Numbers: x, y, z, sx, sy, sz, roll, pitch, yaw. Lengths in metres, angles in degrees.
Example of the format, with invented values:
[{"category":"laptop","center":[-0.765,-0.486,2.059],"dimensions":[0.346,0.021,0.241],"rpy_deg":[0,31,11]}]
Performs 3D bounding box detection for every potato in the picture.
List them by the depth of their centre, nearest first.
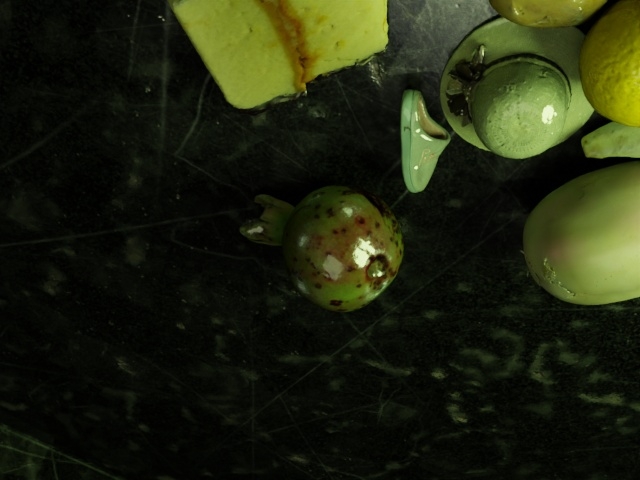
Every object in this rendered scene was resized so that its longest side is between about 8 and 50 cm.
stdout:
[{"category":"potato","center":[0.316,-0.349,0.958],"dimensions":[0.176,0.137,0.137],"rpy_deg":[-17,126,29]}]

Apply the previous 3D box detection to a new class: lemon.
[{"category":"lemon","center":[0.451,-0.245,0.983],"dimensions":[0.179,0.178,0.203],"rpy_deg":[0,151,14]}]

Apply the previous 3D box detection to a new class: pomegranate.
[{"category":"pomegranate","center":[0.006,0.016,1.317],"dimensions":[0.306,0.242,0.242],"rpy_deg":[-2,135,42]}]

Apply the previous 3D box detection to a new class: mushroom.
[{"category":"mushroom","center":[0.582,-0.172,1.084],"dimensions":[0.333,0.087,0.107],"rpy_deg":[-18,107,29]}]

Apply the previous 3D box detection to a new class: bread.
[{"category":"bread","center":[-0.049,-0.405,1.061],"dimensions":[0.346,0.242,0.405],"rpy_deg":[-8,163,15]}]

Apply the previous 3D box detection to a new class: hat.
[{"category":"hat","center":[0.308,-0.205,1.089],"dimensions":[0.257,0.130,0.257],"rpy_deg":[7,132,8]}]

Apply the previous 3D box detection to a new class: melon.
[{"category":"melon","center":[0.487,-0.010,1.163],"dimensions":[0.317,0.223,0.223],"rpy_deg":[-19,125,27]}]

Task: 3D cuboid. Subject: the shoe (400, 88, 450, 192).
[{"category":"shoe","center":[0.178,-0.164,1.191],"dimensions":[0.078,0.079,0.195],"rpy_deg":[2,129,21]}]
